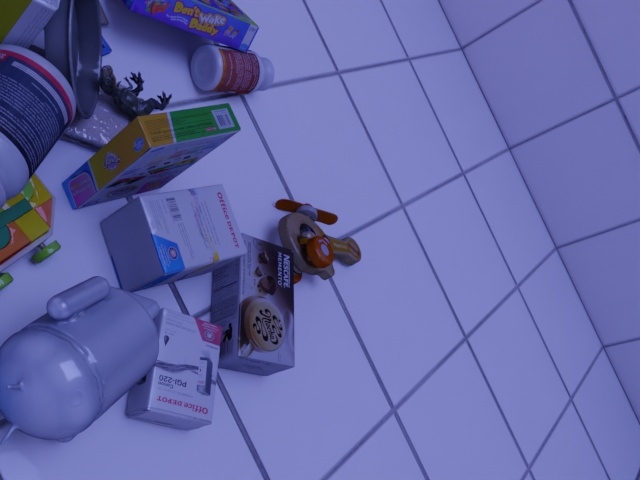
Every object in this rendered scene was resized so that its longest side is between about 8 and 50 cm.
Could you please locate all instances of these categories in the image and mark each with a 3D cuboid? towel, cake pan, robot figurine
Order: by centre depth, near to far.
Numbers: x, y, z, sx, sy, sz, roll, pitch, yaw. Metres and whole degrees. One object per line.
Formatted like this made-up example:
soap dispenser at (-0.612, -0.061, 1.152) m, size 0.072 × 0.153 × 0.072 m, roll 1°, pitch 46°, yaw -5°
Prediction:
robot figurine at (-0.426, 0.211, 1.185) m, size 0.353 × 0.199 × 0.300 m, roll -44°, pitch 144°, yaw -61°
cake pan at (-0.490, -0.392, 1.340) m, size 0.054 × 0.293 × 0.294 m, roll 3°, pitch 64°, yaw -8°
towel at (-0.535, -0.299, 1.463) m, size 0.282 × 0.049 × 0.187 m, roll 17°, pitch 59°, yaw -41°

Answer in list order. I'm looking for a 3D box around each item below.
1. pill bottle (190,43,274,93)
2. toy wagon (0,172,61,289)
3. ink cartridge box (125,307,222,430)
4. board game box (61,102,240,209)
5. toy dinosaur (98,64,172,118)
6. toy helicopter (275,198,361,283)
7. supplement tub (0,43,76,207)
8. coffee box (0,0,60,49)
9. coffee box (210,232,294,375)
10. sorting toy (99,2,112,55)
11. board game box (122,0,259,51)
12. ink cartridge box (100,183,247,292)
pill bottle at (-0.231, -0.457, 1.809) m, size 0.216 × 0.121 × 0.121 m, roll -8°, pitch 77°, yaw -48°
toy wagon at (-0.641, -0.028, 1.200) m, size 0.267 × 0.068 × 0.344 m, roll 54°, pitch 41°, yaw -12°
ink cartridge box at (-0.301, 0.270, 1.399) m, size 0.158 × 0.092 × 0.218 m, roll 26°, pitch 56°, yaw -37°
board game box at (-0.352, -0.172, 1.389) m, size 0.242 × 0.316 × 0.064 m, roll -23°, pitch 88°, yaw -50°
toy dinosaur at (-0.406, -0.314, 1.540) m, size 0.268 × 0.064 × 0.118 m, roll 48°, pitch 44°, yaw -39°
toy helicopter at (0.000, 0.000, 1.856) m, size 0.355 × 0.140 × 0.235 m, roll 12°, pitch 53°, yaw -55°
supplement tub at (-0.567, -0.190, 1.159) m, size 0.191 × 0.191 × 0.272 m, roll 40°, pitch 46°, yaw -26°
coffee box at (-0.677, -0.524, 1.197) m, size 0.334 × 0.338 × 0.338 m, roll 20°, pitch 57°, yaw -39°
coffee box at (-0.159, 0.153, 1.585) m, size 0.168 × 0.118 × 0.297 m, roll 21°, pitch 57°, yaw -38°
sorting toy at (-0.594, -0.583, 1.540) m, size 0.196 × 0.047 × 0.348 m, roll -23°, pitch 89°, yaw -50°
board game box at (-0.355, -0.610, 1.701) m, size 0.347 × 0.078 × 0.233 m, roll 6°, pitch 34°, yaw -46°
ink cartridge box at (-0.315, -0.005, 1.458) m, size 0.232 × 0.168 × 0.171 m, roll -14°, pitch 82°, yaw -49°
